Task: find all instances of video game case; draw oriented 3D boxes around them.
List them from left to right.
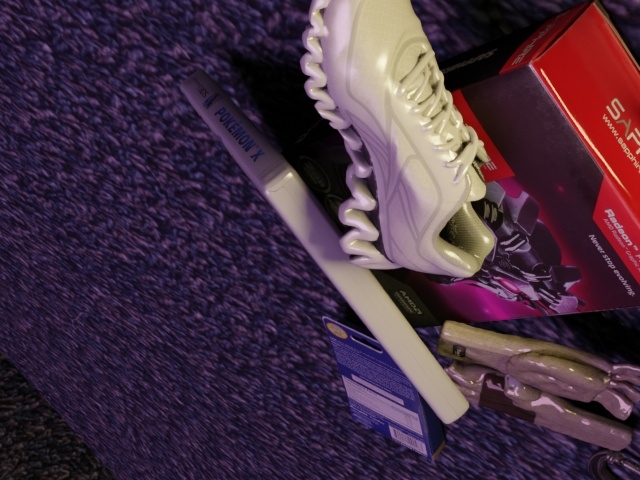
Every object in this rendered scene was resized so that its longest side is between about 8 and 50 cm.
[{"bbox_3d":[0.000,0.000,1.162,0.329,0.036,0.300,52,179,-32],"label":"video game case"}]

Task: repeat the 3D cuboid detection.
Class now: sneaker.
[{"bbox_3d":[0.068,-0.087,0.874,0.118,0.110,0.292,20,143,34],"label":"sneaker"}]

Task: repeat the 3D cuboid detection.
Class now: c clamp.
[{"bbox_3d":[0.360,0.263,1.255,0.161,0.022,0.137,25,153,28],"label":"c clamp"}]

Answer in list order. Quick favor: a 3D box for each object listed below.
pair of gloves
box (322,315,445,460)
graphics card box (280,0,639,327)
[{"bbox_3d":[0.219,0.142,1.173,0.204,0.042,0.240,16,160,16],"label":"pair of gloves"},{"bbox_3d":[0.082,0.178,1.478,0.136,0.036,0.225,24,149,32],"label":"box"},{"bbox_3d":[0.145,-0.044,1.015,0.232,0.094,0.371,52,152,-16],"label":"graphics card box"}]
